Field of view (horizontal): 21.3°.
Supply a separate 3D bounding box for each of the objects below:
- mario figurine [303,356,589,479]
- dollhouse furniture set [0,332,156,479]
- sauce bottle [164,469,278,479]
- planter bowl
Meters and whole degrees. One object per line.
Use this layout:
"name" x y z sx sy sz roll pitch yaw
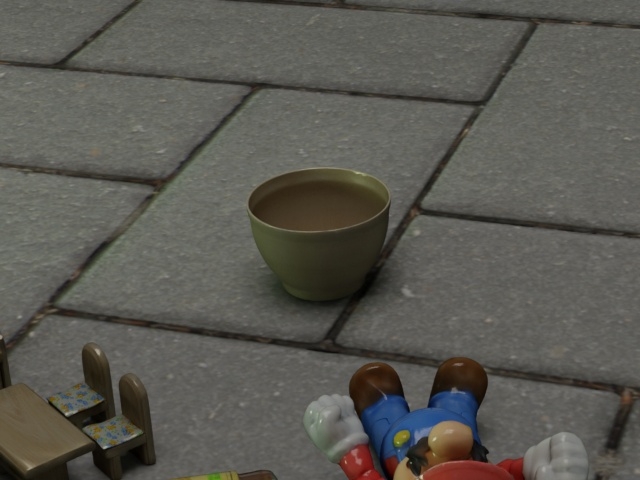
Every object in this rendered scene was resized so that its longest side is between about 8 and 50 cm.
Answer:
"mario figurine" 0.108 0.176 1.497 0.198 0.170 0.320 -38 19 8
"dollhouse furniture set" -0.311 0.140 1.630 0.212 0.161 0.242 -22 33 -31
"sauce bottle" -0.199 0.266 1.434 0.344 0.111 0.111 -6 28 -8
"planter bowl" 0.000 0.000 1.914 0.162 0.109 0.162 -2 28 1
